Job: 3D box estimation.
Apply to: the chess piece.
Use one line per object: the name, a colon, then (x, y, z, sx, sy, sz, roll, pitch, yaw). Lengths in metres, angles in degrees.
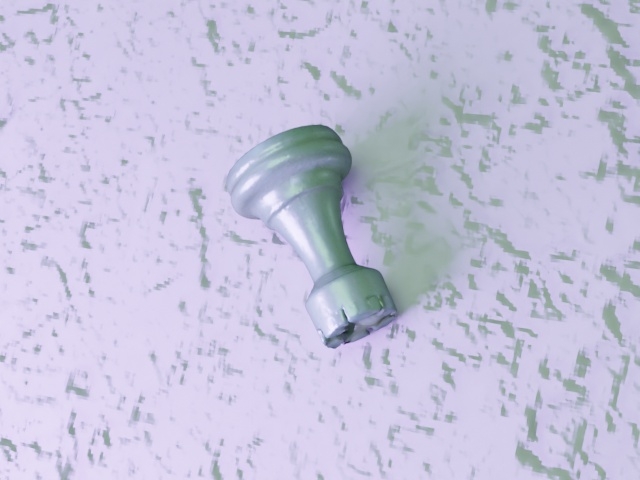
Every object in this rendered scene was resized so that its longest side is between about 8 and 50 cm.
chess piece: (0.000, 0.000, 0.804, 0.067, 0.067, 0.103, -29, 72, 11)
